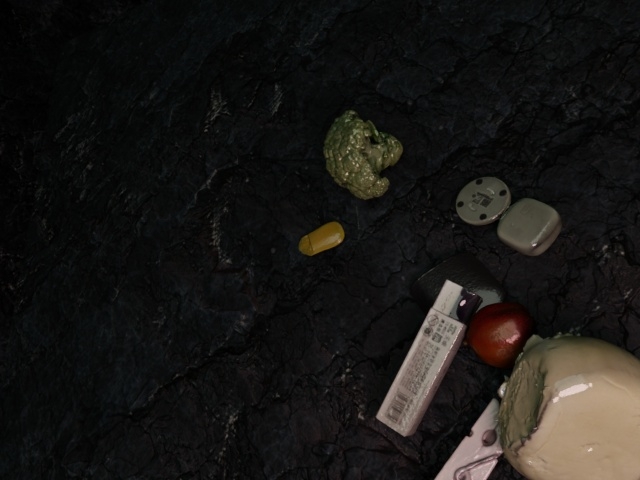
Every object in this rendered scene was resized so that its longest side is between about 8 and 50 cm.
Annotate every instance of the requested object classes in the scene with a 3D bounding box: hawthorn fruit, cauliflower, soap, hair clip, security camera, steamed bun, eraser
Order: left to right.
[{"bbox_3d":[0.000,0.000,1.607,0.169,0.033,0.089,-29,57,12],"label":"soap"},{"bbox_3d":[0.141,-0.286,1.589,0.251,0.275,0.272,-12,22,-20],"label":"cauliflower"},{"bbox_3d":[0.285,0.304,1.283,0.098,0.096,0.403,27,88,30],"label":"eraser"},{"bbox_3d":[0.360,0.540,1.183,0.101,0.085,0.330,33,78,30],"label":"hair clip"},{"bbox_3d":[0.449,0.242,1.229,0.188,0.169,0.168,-24,60,20],"label":"hawthorn fruit"},{"bbox_3d":[0.520,-0.073,1.379,0.157,0.080,0.301,-51,48,0],"label":"security camera"},{"bbox_3d":[0.559,0.364,1.063,0.312,0.233,0.333,24,113,-5],"label":"steamed bun"}]

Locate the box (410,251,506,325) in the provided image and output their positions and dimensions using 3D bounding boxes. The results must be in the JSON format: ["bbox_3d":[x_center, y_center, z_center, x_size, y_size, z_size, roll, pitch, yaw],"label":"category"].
[{"bbox_3d":[0.379,0.146,1.366,0.213,0.042,0.201,-38,58,7],"label":"box"}]
